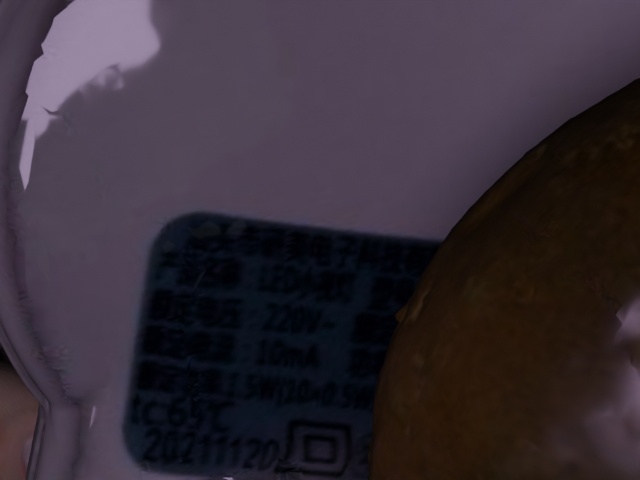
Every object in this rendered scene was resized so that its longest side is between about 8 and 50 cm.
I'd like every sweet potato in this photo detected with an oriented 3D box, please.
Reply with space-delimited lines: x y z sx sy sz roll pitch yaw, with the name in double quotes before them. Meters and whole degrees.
"sweet potato" 0.197 -0.017 0.389 0.422 0.130 0.130 -18 96 -4

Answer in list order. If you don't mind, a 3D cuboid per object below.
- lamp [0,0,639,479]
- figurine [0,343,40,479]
"lamp" -0.001 0.000 0.472 0.179 0.108 0.246 8 101 -10
"figurine" -0.091 0.040 0.519 0.108 0.114 0.196 17 95 38
